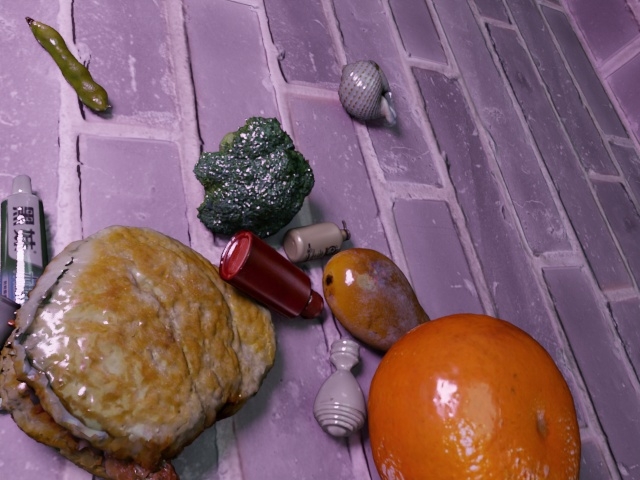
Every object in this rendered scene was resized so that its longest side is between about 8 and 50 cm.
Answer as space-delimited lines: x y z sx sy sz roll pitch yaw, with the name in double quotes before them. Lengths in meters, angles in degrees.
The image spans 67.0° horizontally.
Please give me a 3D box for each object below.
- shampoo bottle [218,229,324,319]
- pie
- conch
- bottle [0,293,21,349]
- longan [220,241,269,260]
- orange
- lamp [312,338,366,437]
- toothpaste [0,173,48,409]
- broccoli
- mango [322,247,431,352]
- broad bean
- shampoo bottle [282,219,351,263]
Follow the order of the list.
"shampoo bottle" -0.082 0.082 0.932 0.260 0.064 0.102 41 59 -47
"pie" -0.275 0.162 0.800 0.395 0.180 0.418 50 41 -12
"conch" 0.122 -0.399 1.336 0.200 0.131 0.172 64 21 -21
"bottle" -0.526 0.189 0.677 0.079 0.096 0.254 40 64 -32
"longan" -0.146 0.038 0.977 0.113 0.113 0.092 -4 74 -31
"orange" 0.279 0.350 0.913 0.423 0.326 0.425 15 66 -36
"lamp" 0.043 0.289 0.954 0.106 0.106 0.193 24 49 -17
"toothpaste" -0.487 0.068 0.792 0.098 0.061 0.393 -4 70 -26
"broccoli" -0.146 -0.148 1.010 0.253 0.269 0.269 3 64 -33
"mango" 0.133 0.143 1.060 0.316 0.146 0.193 41 53 -22
"broad bean" -0.520 -0.363 1.004 0.052 0.053 0.256 -39 86 1
"shampoo bottle" 0.000 0.000 1.090 0.161 0.079 0.079 -12 72 -34
